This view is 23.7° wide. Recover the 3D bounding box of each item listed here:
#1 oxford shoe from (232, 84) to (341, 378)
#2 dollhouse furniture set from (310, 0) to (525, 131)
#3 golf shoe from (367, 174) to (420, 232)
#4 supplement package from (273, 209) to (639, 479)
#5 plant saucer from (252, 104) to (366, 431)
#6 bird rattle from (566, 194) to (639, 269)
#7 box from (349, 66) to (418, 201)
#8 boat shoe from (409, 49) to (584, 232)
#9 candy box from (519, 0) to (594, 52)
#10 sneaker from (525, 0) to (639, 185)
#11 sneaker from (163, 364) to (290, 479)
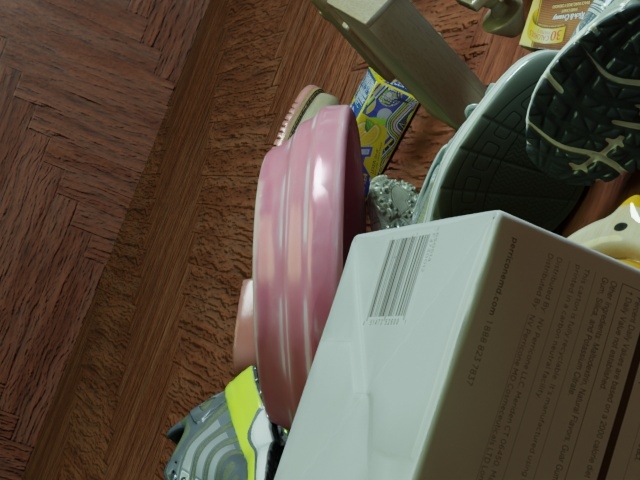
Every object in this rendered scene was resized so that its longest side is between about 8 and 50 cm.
[{"bbox_3d":[0.000,0.000,1.646,0.123,0.130,0.348,54,-137,-70],"label":"oxford shoe"},{"bbox_3d":[0.192,-0.293,1.477,0.355,0.174,0.303,-46,29,-1],"label":"dollhouse furniture set"},{"bbox_3d":[0.069,0.003,1.528,0.176,0.069,0.086,-92,23,-55],"label":"golf shoe"},{"bbox_3d":[0.147,0.121,0.744,0.177,0.293,0.175,-10,59,70],"label":"supplement package"},{"bbox_3d":[-0.006,0.041,1.409,0.332,0.084,0.332,-1,-90,-85],"label":"plant saucer"},{"bbox_3d":[0.174,0.074,1.029,0.207,0.143,0.253,-43,28,19],"label":"bird rattle"},{"bbox_3d":[0.046,-0.106,1.735,0.169,0.059,0.054,-62,17,19],"label":"box"},{"bbox_3d":[0.132,-0.025,1.287,0.103,0.118,0.320,-105,32,-60],"label":"boat shoe"},{"bbox_3d":[0.240,-0.236,1.256,0.109,0.053,0.186,25,100,59],"label":"candy box"},{"bbox_3d":[0.254,-0.167,1.156,0.283,0.110,0.122,-58,1,21],"label":"sneaker"},{"bbox_3d":[-0.078,0.233,1.407,0.121,0.111,0.300,-29,22,5],"label":"sneaker"}]
